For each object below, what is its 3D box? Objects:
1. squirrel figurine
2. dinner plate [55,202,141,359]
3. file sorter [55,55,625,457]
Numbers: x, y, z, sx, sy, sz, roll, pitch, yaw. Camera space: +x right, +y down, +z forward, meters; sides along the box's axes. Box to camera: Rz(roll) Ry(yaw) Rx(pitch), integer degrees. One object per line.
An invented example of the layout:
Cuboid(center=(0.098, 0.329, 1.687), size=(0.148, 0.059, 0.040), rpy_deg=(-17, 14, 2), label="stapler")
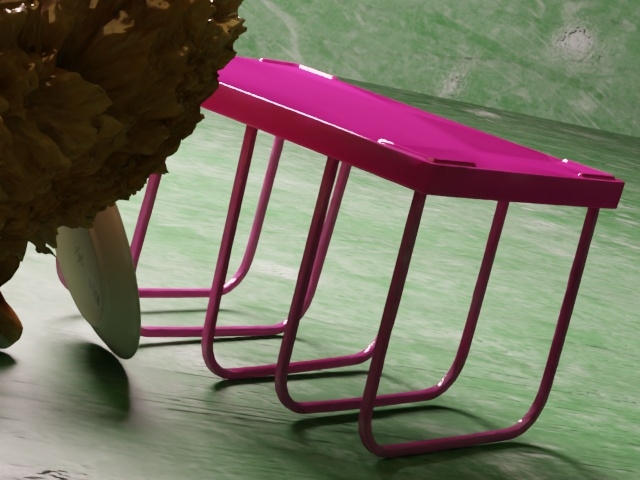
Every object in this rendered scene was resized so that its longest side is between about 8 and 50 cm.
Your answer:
Cuboid(center=(-0.230, -0.051, 0.974), size=(0.397, 0.281, 0.370), rpy_deg=(-2, -15, 26), label="squirrel figurine")
Cuboid(center=(-0.142, 0.006, 1.140), size=(0.017, 0.141, 0.141), rpy_deg=(-17, 23, -22), label="dinner plate")
Cuboid(center=(0.000, 0.000, 1.198), size=(0.291, 0.182, 0.202), rpy_deg=(23, 14, 38), label="file sorter")
